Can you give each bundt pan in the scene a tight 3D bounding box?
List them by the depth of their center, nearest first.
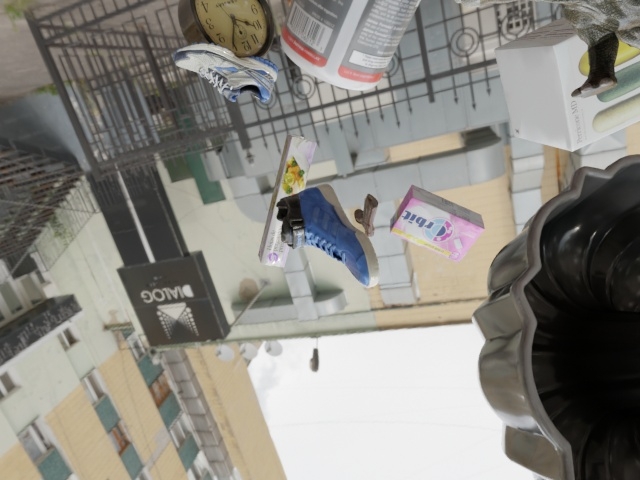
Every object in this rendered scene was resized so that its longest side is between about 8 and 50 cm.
[{"bbox_3d":[0.274,0.100,0.366,0.331,0.330,0.124,-21,169,-19],"label":"bundt pan"}]

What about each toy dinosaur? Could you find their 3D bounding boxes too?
[{"bbox_3d":[0.258,-0.211,0.347,0.314,0.160,0.121,-17,-179,-27],"label":"toy dinosaur"}]

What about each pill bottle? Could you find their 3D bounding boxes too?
[{"bbox_3d":[0.084,-0.465,0.721,0.210,0.363,0.210,17,-140,-15],"label":"pill bottle"}]

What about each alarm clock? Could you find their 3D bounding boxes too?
[{"bbox_3d":[-0.125,-0.290,0.609,0.064,0.192,0.129,-9,-156,50],"label":"alarm clock"}]

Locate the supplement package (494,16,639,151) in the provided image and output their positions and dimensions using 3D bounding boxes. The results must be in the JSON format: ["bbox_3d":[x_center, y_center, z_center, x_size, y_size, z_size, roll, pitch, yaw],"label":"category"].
[{"bbox_3d":[0.522,-0.328,0.819,0.263,0.199,0.198,-25,-157,2],"label":"supplement package"}]

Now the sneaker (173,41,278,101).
[{"bbox_3d":[-0.124,-0.217,0.563,0.135,0.058,0.052,6,179,-17],"label":"sneaker"}]

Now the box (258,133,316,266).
[{"bbox_3d":[-0.085,-0.096,1.052,0.063,0.324,0.067,11,-163,-17],"label":"box"}]

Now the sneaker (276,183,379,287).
[{"bbox_3d":[0.000,0.001,0.492,0.085,0.058,0.152,-18,-122,-19],"label":"sneaker"}]

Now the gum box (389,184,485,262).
[{"bbox_3d":[0.266,-0.035,0.973,0.188,0.107,0.062,23,-143,-4],"label":"gum box"}]

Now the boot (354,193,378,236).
[{"bbox_3d":[0.115,-0.082,1.082,0.037,0.114,0.106,-17,-133,-13],"label":"boot"}]
